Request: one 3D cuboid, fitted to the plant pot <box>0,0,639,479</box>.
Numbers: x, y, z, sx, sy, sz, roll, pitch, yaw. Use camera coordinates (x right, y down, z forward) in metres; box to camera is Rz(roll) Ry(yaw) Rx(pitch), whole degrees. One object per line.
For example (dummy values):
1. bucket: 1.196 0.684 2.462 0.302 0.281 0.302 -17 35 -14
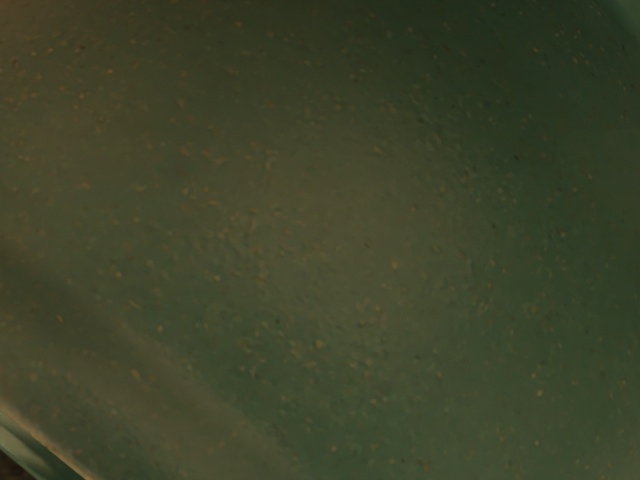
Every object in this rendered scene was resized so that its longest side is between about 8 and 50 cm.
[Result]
1. plant pot: 0.000 0.000 0.525 0.196 0.293 0.293 -52 138 -13
